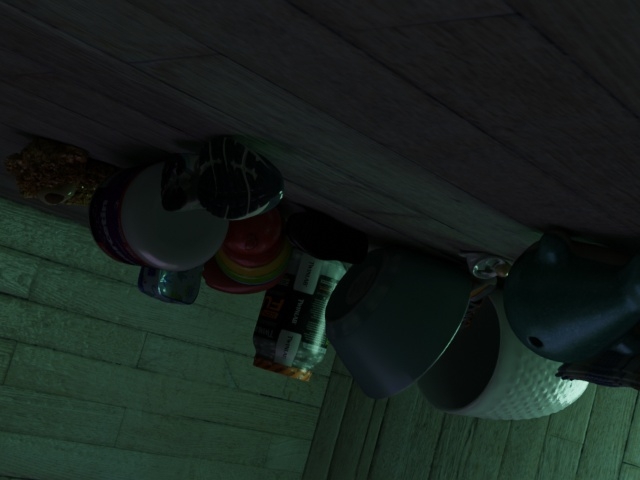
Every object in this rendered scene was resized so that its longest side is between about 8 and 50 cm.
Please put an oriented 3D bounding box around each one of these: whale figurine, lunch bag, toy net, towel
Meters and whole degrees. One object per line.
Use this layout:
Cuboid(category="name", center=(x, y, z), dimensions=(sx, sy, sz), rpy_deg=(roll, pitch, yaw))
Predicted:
Cuboid(category="whale figurine", center=(0.351, 0.084, 1.149), dimensions=(0.216, 0.141, 0.272), rpy_deg=(50, 157, -12))
Cuboid(category="lunch bag", center=(-0.380, 0.049, 2.256), dimensions=(0.090, 0.219, 0.176), rpy_deg=(4, 169, 28))
Cuboid(category="toy net", center=(0.336, 0.058, 1.481), dimensions=(0.232, 0.045, 0.122), rpy_deg=(12, 172, 28))
Cuboid(category="towel", center=(0.474, 0.134, 1.216), dimensions=(0.034, 0.209, 0.285), rpy_deg=(52, 163, -10))

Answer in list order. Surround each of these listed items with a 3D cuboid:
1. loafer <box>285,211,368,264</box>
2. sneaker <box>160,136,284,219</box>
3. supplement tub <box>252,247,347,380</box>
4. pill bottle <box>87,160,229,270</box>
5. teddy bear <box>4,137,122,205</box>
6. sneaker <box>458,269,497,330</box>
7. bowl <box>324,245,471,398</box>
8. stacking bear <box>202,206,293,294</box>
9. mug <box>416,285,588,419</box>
Cuboid(category="loafer", center=(0.000, 0.000, 1.615), dimensions=(0.078, 0.080, 0.220), rpy_deg=(9, 170, 39))
Cuboid(category="sneaker", center=(-0.117, -0.088, 1.232), dimensions=(0.122, 0.110, 0.283), rpy_deg=(-1, -174, -34))
Cuboid(category="supplement tub", center=(-0.058, 0.190, 2.249), dimensions=(0.193, 0.316, 0.193), rpy_deg=(15, 172, 2))
Cuboid(category="pill bottle", center=(-0.297, -0.042, 1.529), dimensions=(0.181, 0.181, 0.323), rpy_deg=(19, 171, -28))
Cuboid(category="teddy bear", center=(-0.493, -0.108, 1.740), dimensions=(0.245, 0.113, 0.338), rpy_deg=(15, 173, -12))
Cuboid(category="sneaker", center=(0.275, 0.130, 1.727), dimensions=(0.083, 0.084, 0.215), rpy_deg=(40, 131, -11))
Cuboid(category="bowl", center=(0.123, 0.133, 1.691), dimensions=(0.163, 0.311, 0.311), rpy_deg=(37, 167, -16))
Cuboid(category="stacking bear", center=(-0.131, -0.004, 1.621), dimensions=(0.164, 0.175, 0.289), rpy_deg=(18, 165, 1))
Cuboid(category="mug", center=(0.433, 0.224, 1.830), dimensions=(0.328, 0.276, 0.374), rpy_deg=(14, 144, -32))
